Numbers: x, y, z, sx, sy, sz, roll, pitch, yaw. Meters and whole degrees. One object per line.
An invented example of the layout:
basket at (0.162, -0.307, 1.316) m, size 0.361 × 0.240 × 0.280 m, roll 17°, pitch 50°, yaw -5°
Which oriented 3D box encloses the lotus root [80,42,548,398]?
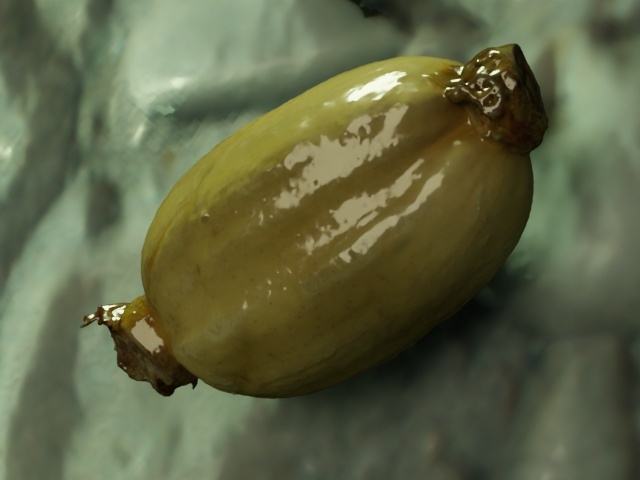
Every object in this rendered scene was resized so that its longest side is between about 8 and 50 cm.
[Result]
lotus root at (0.000, 0.000, 0.487) m, size 0.150 × 0.062 × 0.073 m, roll -33°, pitch 79°, yaw 27°
